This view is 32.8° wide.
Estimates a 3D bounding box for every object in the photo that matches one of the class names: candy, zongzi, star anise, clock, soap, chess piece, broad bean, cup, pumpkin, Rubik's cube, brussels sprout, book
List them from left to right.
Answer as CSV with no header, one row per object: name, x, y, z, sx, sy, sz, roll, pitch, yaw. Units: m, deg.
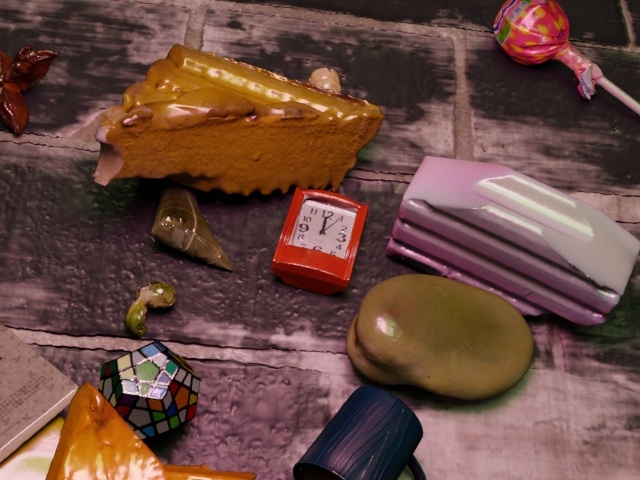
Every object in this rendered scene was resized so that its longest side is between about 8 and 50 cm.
book,-0.480,0.175,1.361,0.310,0.021,0.217,32,57,29
star anise,-0.498,-0.252,1.632,0.158,0.144,0.140,20,84,41
pumpkin,-0.227,0.347,1.252,0.258,0.095,0.290,27,60,-7
brussels sprout,-0.235,0.089,1.477,0.051,0.046,0.083,31,58,21
Rubik's cube,-0.217,0.190,1.369,0.133,0.133,0.112,-22,88,-21
zongzi,-0.177,-0.030,1.581,0.130,0.062,0.154,28,31,-19
soap,-0.107,-0.130,1.529,0.339,0.169,0.304,18,35,6
clock,0.000,0.000,1.564,0.113,0.061,0.155,15,52,3
chess piece,0.017,-0.216,1.712,0.066,0.066,0.122,-4,52,-10
cup,0.056,0.278,1.363,0.113,0.150,0.138,7,44,41
broad bean,0.161,0.130,1.475,0.263,0.121,0.189,11,48,-18
soap,0.266,0.001,1.514,0.324,0.193,0.109,26,57,10
candy,0.447,-0.280,1.804,0.365,0.124,0.124,40,59,6

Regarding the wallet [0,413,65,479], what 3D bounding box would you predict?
wallet,-0.377,0.319,1.289,0.241,0.067,0.141,-35,68,-27
